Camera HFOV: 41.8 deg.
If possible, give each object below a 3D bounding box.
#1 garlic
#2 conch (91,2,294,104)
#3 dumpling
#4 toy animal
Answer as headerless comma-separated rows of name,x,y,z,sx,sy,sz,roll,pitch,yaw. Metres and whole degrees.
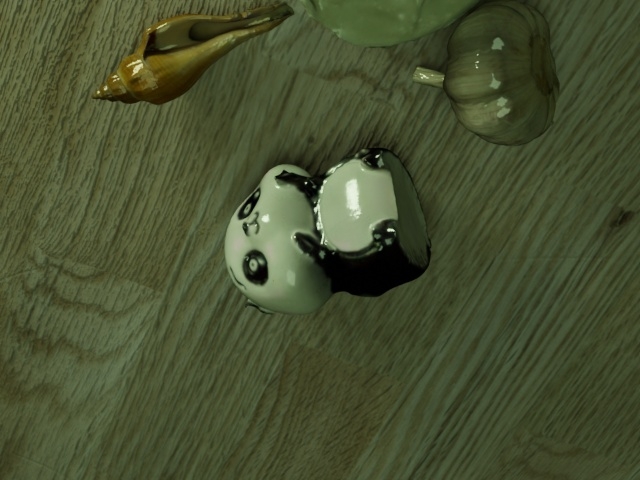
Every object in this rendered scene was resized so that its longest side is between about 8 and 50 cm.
garlic,0.232,-0.237,1.232,0.212,0.218,0.218,-1,125,38
conch,-0.197,-0.287,1.272,0.331,0.093,0.109,-27,99,-5
dumpling,0.101,-0.408,1.091,0.395,0.233,0.315,-3,122,-30
toy animal,0.000,0.000,1.340,0.310,0.251,0.250,-14,119,20
